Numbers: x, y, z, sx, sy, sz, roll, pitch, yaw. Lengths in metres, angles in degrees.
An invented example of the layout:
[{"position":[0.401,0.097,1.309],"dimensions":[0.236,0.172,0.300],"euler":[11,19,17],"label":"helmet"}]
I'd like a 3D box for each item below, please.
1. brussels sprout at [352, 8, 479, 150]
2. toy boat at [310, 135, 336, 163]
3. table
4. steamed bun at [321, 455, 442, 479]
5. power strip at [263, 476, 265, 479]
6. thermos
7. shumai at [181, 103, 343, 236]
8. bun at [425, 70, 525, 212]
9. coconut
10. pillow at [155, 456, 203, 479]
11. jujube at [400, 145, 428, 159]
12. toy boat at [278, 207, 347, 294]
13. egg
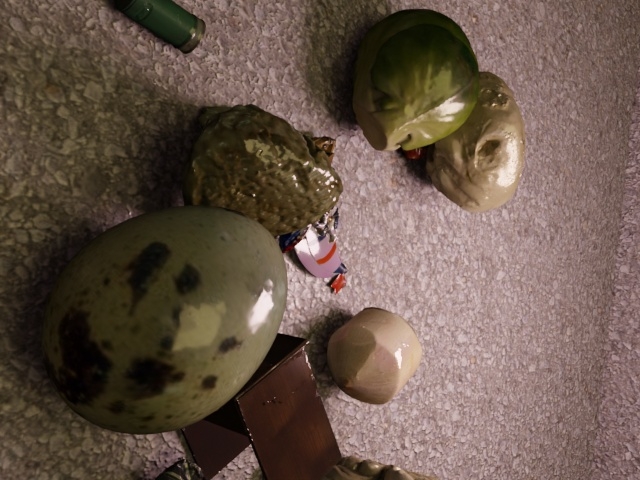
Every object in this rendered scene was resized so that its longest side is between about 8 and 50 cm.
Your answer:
[{"position":[0.218,-0.368,1.721],"dimensions":[0.355,0.281,0.289],"euler":[-49,125,-20],"label":"brussels sprout"},{"position":[-0.014,-0.178,1.604],"dimensions":[0.200,0.077,0.057],"euler":[-47,160,-54],"label":"toy boat"},{"position":[-0.133,0.342,1.428],"dimensions":[0.196,0.250,0.282],"euler":[-37,118,-39],"label":"table"},{"position":[0.133,0.636,1.667],"dimensions":[0.352,0.339,0.247],"euler":[38,60,-45],"label":"steamed bun"},{"position":[-0.089,0.614,1.647],"dimensions":[0.078,0.052,0.272],"euler":[-5,98,-47],"label":"power strip"},{"position":[-0.297,-0.417,1.305],"dimensions":[0.187,0.073,0.083],"euler":[26,76,-45],"label":"thermos"},{"position":[-0.142,-0.177,1.381],"dimensions":[0.330,0.292,0.288],"euler":[38,33,-53],"label":"shumai"},{"position":[0.392,-0.259,1.921],"dimensions":[0.234,0.326,0.362],"euler":[-4,105,-4],"label":"bun"},{"position":[0.117,0.279,1.728],"dimensions":[0.234,0.224,0.224],"euler":[-44,124,-37],"label":"coconut"},{"position":[-0.319,0.563,1.342],"dimensions":[0.335,0.092,0.161],"euler":[-55,152,-36],"label":"pillow"},{"position":[0.237,-0.273,1.901],"dimensions":[0.077,0.077,0.129],"euler":[-23,100,-44],"label":"jujube"},{"position":[-0.018,0.002,1.669],"dimensions":[0.219,0.072,0.318],"euler":[-32,126,-44],"label":"toy boat"},{"position":[-0.247,0.118,1.204],"dimensions":[0.428,0.345,0.345],"euler":[-44,125,-23],"label":"egg"}]
